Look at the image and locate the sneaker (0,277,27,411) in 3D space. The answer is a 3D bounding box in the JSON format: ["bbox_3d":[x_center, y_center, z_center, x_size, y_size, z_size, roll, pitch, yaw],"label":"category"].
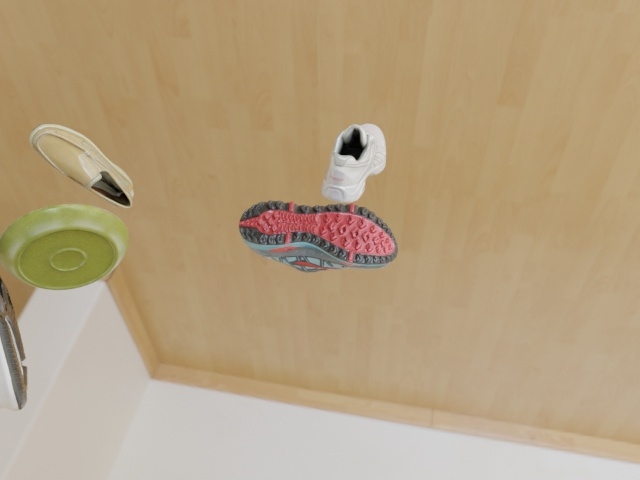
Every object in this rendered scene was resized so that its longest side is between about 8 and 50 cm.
[{"bbox_3d":[-0.561,0.052,0.857,0.257,0.169,0.448,-11,107,-19],"label":"sneaker"}]

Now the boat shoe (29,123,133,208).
[{"bbox_3d":[-0.362,-0.111,1.020,0.068,0.072,0.190,-44,137,11],"label":"boat shoe"}]

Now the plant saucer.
[{"bbox_3d":[-0.487,0.026,1.255,0.240,0.037,0.241,-16,145,-11],"label":"plant saucer"}]

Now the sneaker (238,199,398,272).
[{"bbox_3d":[0.000,0.000,1.097,0.261,0.104,0.125,11,156,8],"label":"sneaker"}]

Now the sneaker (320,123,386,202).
[{"bbox_3d":[0.073,-0.169,1.201,0.090,0.232,0.115,15,130,10],"label":"sneaker"}]
